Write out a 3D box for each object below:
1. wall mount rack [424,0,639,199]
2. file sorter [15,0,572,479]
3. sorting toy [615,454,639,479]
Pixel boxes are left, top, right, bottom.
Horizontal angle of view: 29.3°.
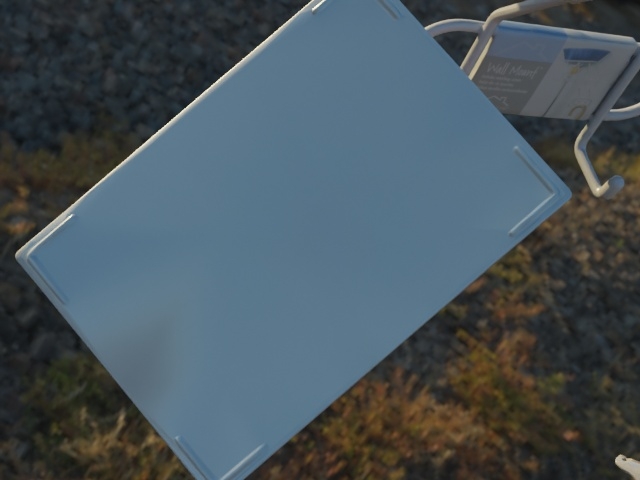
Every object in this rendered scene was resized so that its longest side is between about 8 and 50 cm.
[{"bbox_3d":[0.265,-0.168,1.237,0.350,0.304,0.130,2,51,-24],"label":"wall mount rack"},{"bbox_3d":[-0.013,-0.001,0.808,0.193,0.277,0.173,49,-1,7],"label":"file sorter"},{"bbox_3d":[0.391,0.284,1.478,0.075,0.045,0.083,30,5,17],"label":"sorting toy"}]
